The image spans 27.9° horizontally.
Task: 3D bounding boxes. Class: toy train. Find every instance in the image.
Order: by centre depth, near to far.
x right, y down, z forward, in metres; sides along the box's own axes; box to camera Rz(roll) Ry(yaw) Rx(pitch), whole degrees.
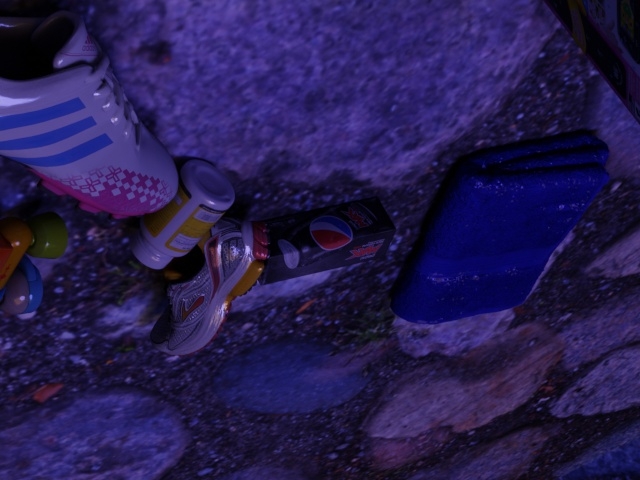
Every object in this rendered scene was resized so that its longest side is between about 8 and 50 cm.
[{"bbox_3d":[-0.298,-0.003,1.213,0.143,0.105,0.248,-10,147,-48],"label":"toy train"}]

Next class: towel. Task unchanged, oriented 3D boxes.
[{"bbox_3d":[0.234,-0.003,1.667,0.227,0.076,0.308,-13,147,-26],"label":"towel"}]

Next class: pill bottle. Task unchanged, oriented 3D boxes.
[{"bbox_3d":[-0.146,-0.024,1.330,0.065,0.065,0.116,10,133,-47],"label":"pill bottle"}]

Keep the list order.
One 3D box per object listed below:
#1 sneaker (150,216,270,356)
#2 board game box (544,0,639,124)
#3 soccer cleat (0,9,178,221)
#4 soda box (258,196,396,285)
[{"bbox_3d":[-0.143,0.045,1.444,0.092,0.088,0.225,16,132,-24],"label":"sneaker"},{"bbox_3d":[0.231,-0.257,1.040,0.097,0.303,0.224,-27,150,-2],"label":"board game box"},{"bbox_3d":[-0.208,-0.112,1.093,0.143,0.116,0.331,-45,148,16],"label":"soccer cleat"},{"bbox_3d":[0.000,0.000,1.501,0.169,0.053,0.060,-13,147,-25],"label":"soda box"}]
